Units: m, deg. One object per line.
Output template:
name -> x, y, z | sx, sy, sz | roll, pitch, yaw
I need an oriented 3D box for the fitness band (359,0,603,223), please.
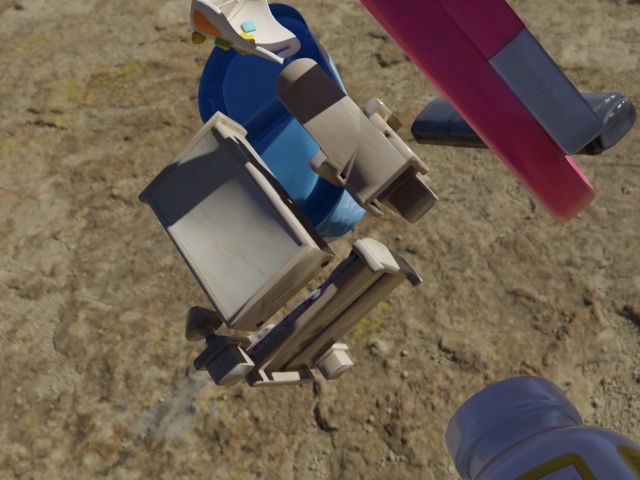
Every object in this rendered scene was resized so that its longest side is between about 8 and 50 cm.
fitness band -> 0.087, -0.130, 0.425 | 0.054, 0.291, 0.209 | -41, 14, 13

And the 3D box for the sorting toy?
sorting toy -> -0.056, -0.167, 0.502 | 0.075, 0.045, 0.083 | 29, 36, 3

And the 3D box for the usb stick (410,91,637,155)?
usb stick -> 0.206, -0.131, 0.694 | 0.077, 0.045, 0.278 | -41, 27, -17

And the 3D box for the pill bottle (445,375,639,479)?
pill bottle -> 0.127, 0.154, 0.288 | 0.103, 0.103, 0.184 | -19, 36, -2

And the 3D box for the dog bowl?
dog bowl -> -0.037, -0.122, 0.688 | 0.166, 0.074, 0.297 | -34, 60, 25

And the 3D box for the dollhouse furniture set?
dollhouse furniture set -> 0.000, 0.000, 0.699 | 0.303, 0.355, 0.173 | -43, 65, 12
